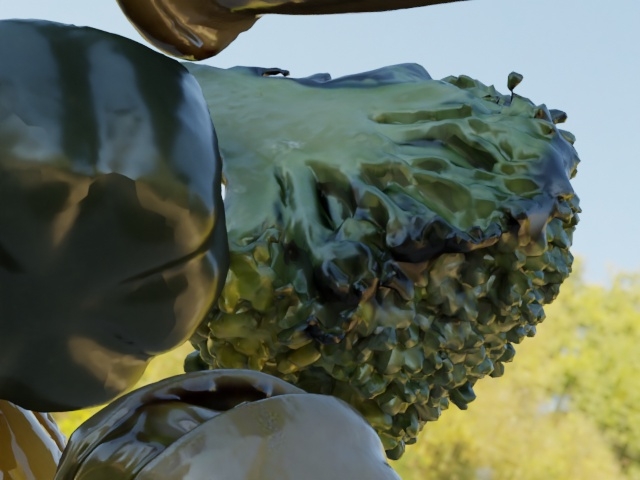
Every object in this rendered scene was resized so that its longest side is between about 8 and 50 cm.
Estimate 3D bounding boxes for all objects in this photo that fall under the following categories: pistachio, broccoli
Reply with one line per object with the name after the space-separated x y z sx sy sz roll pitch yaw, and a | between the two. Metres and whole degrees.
-0.028 0.100 0.580 0.149 0.113 0.113 19 -7 -39 | pistachio
0.011 0.014 0.891 0.273 0.242 0.180 16 -51 35 | broccoli

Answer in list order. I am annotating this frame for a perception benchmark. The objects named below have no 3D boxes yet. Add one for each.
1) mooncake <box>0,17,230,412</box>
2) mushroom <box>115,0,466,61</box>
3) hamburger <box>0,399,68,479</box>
-0.120 -0.007 0.695 0.168 0.104 0.175 -16 -41 6 | mooncake
0.064 -0.157 0.609 0.407 0.137 0.154 -7 -8 41 | mushroom
-0.274 0.152 0.811 0.284 0.304 0.174 51 -3 6 | hamburger
